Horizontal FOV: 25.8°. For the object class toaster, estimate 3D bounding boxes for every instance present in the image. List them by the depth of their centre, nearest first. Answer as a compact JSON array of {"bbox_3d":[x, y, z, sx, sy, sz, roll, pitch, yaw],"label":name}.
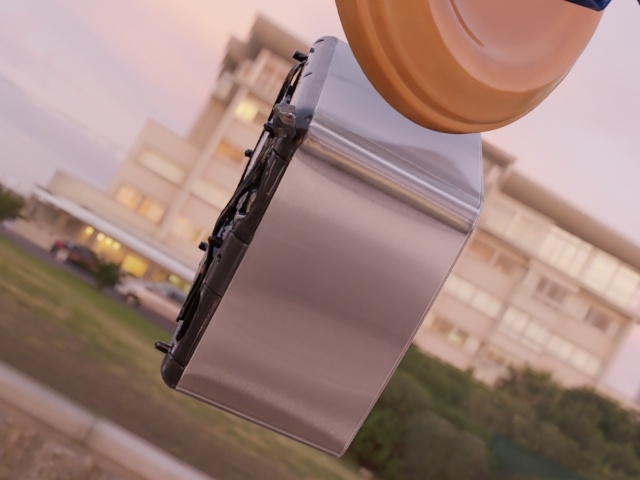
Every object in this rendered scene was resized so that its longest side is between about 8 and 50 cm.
[{"bbox_3d":[0.000,0.000,0.724,0.110,0.168,0.186,25,21,-5],"label":"toaster"}]

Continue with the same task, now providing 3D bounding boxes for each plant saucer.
[{"bbox_3d":[0.085,-0.149,0.669,0.037,0.200,0.200,13,-16,45],"label":"plant saucer"}]

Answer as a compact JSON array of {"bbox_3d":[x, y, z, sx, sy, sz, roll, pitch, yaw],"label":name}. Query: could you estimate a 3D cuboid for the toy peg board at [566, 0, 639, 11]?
[{"bbox_3d":[0.029,-0.110,0.337,0.161,0.079,0.160,29,-15,48],"label":"toy peg board"}]
